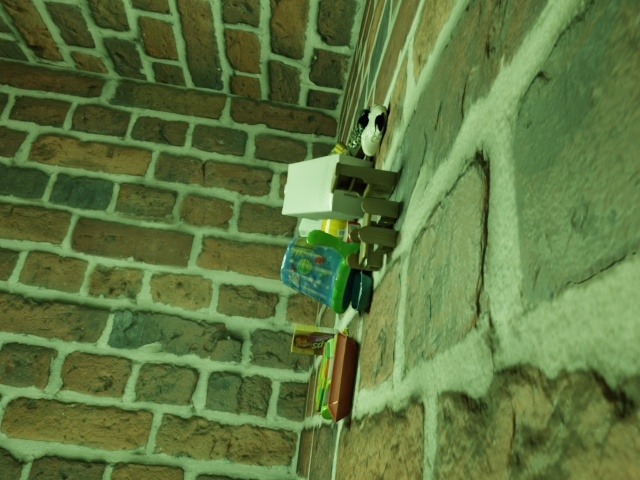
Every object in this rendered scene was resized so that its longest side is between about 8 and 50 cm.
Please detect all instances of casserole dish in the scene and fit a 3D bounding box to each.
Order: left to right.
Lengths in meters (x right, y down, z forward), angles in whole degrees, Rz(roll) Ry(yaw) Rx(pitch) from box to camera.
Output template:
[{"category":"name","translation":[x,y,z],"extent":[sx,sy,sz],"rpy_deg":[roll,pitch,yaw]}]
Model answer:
[{"category":"casserole dish","translation":[0.123,0.153,1.532],"extent":[0.188,0.037,0.114],"rpy_deg":[140,138,-87]}]

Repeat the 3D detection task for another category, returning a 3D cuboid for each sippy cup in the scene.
[{"category":"sippy cup","translation":[0.002,0.091,1.641],"extent":[0.240,0.224,0.305],"rpy_deg":[-42,-34,-66]}]

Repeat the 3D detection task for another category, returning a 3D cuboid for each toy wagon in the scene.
[{"category":"toy wagon","translation":[0.040,0.473,1.893],"extent":[0.267,0.068,0.344],"rpy_deg":[-89,8,-67]}]

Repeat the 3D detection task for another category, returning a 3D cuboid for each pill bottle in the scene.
[{"category":"pill bottle","translation":[0.082,-0.117,2.107],"extent":[0.136,0.137,0.245],"rpy_deg":[-99,18,-80]}]

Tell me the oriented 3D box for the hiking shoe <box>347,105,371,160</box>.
[{"category":"hiking shoe","translation":[0.156,-0.418,2.039],"extent":[0.114,0.086,0.226],"rpy_deg":[-59,-22,-89]}]

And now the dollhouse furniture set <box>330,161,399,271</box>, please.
[{"category":"dollhouse furniture set","translation":[0.101,-0.063,1.340],"extent":[0.212,0.161,0.241],"rpy_deg":[107,171,-70]}]

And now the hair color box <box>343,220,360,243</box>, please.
[{"category":"hair color box","translation":[0.112,0.021,1.958],"extent":[0.093,0.054,0.167],"rpy_deg":[-87,5,-56]}]

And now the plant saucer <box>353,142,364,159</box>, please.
[{"category":"plant saucer","translation":[0.163,-0.358,1.909],"extent":[0.168,0.029,0.168],"rpy_deg":[-63,2,4]}]

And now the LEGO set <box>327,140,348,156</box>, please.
[{"category":"LEGO set","translation":[0.103,-0.352,2.591],"extent":[0.255,0.192,0.331],"rpy_deg":[-52,4,-5]}]

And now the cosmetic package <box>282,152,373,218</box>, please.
[{"category":"cosmetic package","translation":[0.014,-0.193,1.952],"extent":[0.385,0.156,0.217],"rpy_deg":[5,86,60]}]

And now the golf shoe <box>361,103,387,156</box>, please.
[{"category":"golf shoe","translation":[0.178,-0.354,1.682],"extent":[0.086,0.069,0.176],"rpy_deg":[-100,17,-62]}]

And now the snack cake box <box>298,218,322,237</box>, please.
[{"category":"snack cake box","translation":[0.000,0.000,2.491],"extent":[0.264,0.152,0.089],"rpy_deg":[76,-152,-52]}]

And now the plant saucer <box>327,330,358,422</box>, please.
[{"category":"plant saucer","translation":[0.072,0.426,1.635],"extent":[0.259,0.048,0.258],"rpy_deg":[124,154,-82]}]

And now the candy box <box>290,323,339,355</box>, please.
[{"category":"candy box","translation":[-0.023,0.413,2.113],"extent":[0.053,0.187,0.109],"rpy_deg":[-101,20,-73]}]
